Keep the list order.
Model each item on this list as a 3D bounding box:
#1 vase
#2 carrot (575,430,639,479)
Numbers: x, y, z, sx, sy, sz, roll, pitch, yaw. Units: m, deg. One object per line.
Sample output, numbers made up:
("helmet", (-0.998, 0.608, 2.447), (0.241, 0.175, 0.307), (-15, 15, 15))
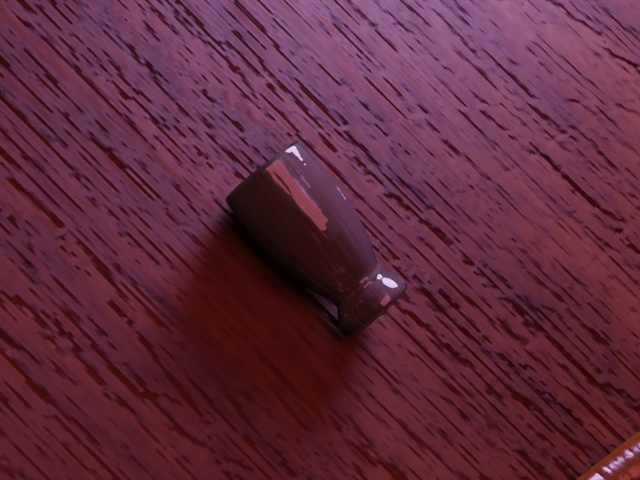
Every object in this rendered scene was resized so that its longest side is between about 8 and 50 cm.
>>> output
("vase", (0.000, 0.000, 0.878), (0.100, 0.053, 0.053), (50, 56, -1))
("carrot", (0.160, 0.136, 0.902), (0.142, 0.035, 0.035), (-30, 81, -26))
